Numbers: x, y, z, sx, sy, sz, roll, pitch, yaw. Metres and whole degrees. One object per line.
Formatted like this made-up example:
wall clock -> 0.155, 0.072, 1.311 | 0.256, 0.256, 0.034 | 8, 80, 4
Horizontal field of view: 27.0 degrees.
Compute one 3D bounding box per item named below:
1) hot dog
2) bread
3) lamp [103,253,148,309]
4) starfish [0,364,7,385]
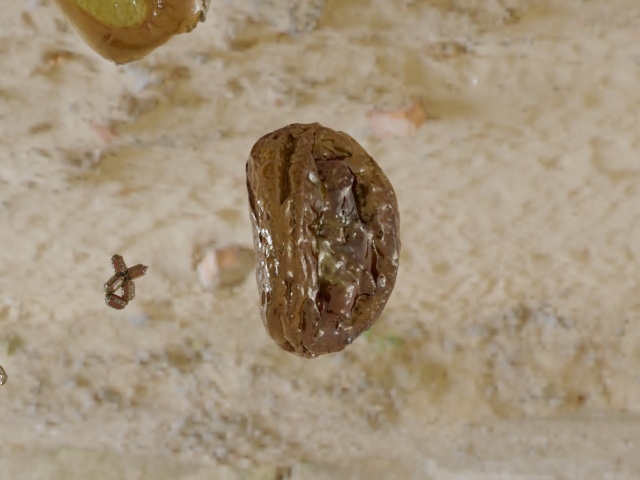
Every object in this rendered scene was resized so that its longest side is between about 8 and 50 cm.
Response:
hot dog -> -0.003, 0.000, 1.263 | 0.160, 0.227, 0.099 | -9, -175, -38
bread -> -0.244, -0.333, 1.425 | 0.152, 0.119, 0.288 | -30, 106, 15
lamp -> -0.308, 0.068, 2.077 | 0.063, 0.083, 0.031 | 22, 160, -24
starfish -> -0.269, 0.093, 0.991 | 0.078, 0.028, 0.091 | 32, 113, 6
